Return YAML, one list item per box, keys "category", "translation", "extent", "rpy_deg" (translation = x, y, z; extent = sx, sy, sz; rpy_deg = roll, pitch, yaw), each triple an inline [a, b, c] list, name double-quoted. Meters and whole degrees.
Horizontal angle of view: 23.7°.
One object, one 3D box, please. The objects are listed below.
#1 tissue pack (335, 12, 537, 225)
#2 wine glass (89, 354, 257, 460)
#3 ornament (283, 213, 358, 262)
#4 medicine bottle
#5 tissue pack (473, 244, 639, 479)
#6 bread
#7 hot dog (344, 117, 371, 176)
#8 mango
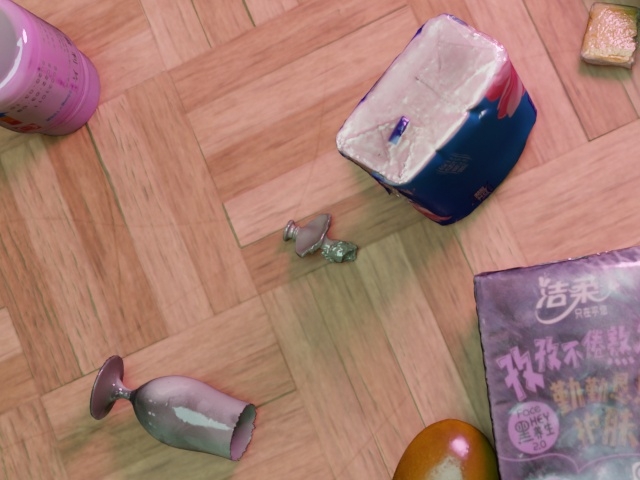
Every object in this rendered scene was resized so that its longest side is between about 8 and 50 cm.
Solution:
- category: "tissue pack"
  translation: [0.149, -0.132, 1.821]
  extent: [0.137, 0.269, 0.209]
  rpy_deg: [42, 93, 17]
- category: "wine glass"
  translation: [-0.187, 0.217, 1.957]
  extent: [0.202, 0.093, 0.093]
  rpy_deg: [18, 88, 16]
- category: "ornament"
  translation: [-0.004, -0.001, 1.962]
  extent: [0.068, 0.041, 0.092]
  rpy_deg: [-35, 63, -15]
- category: "medicine bottle"
  translation: [-0.391, -0.219, 1.977]
  extent: [0.152, 0.254, 0.152]
  rpy_deg: [-1, 84, 14]
- category: "tissue pack"
  translation: [0.328, 0.195, 1.793]
  extent: [0.259, 0.122, 0.361]
  rpy_deg: [-10, 70, 10]
- category: "bread"
  translation: [0.362, -0.256, 1.904]
  extent: [0.070, 0.035, 0.083]
  rpy_deg: [6, 78, 15]
- category: "hot dog"
  translation: [0.062, -0.122, 1.960]
  extent: [0.034, 0.030, 0.090]
  rpy_deg: [-24, 64, -14]
- category: "mango"
  translation: [0.150, 0.330, 1.858]
  extent: [0.136, 0.099, 0.227]
  rpy_deg: [6, 93, 8]
